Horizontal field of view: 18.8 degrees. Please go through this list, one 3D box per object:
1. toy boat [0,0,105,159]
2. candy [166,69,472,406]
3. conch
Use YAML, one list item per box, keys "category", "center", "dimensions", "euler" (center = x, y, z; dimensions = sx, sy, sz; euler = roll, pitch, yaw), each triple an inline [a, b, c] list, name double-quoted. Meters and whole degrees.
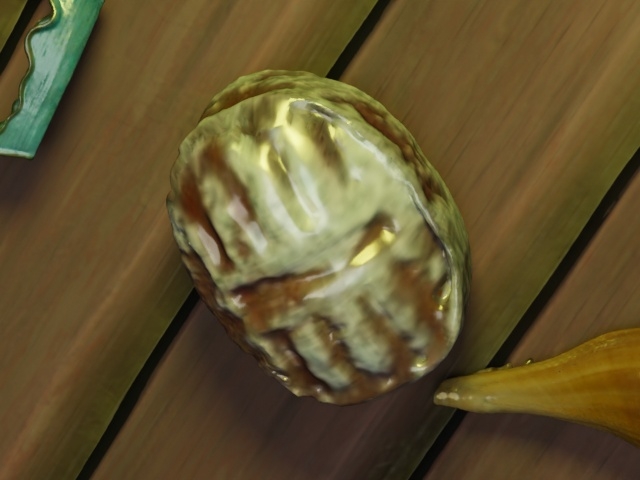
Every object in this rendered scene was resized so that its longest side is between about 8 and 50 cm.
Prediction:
- category: "toy boat"
  center: [-0.241, -0.157, 1.612]
  dimensions: [0.077, 0.075, 0.185]
  euler: [24, 103, -10]
- category: "candy"
  center: [0.000, 0.000, 1.590]
  dimensions: [0.214, 0.157, 0.289]
  euler: [-33, 99, 17]
- category: "conch"
  center: [0.260, 0.132, 1.631]
  dimensions: [0.330, 0.093, 0.109]
  euler: [1, 102, 5]
